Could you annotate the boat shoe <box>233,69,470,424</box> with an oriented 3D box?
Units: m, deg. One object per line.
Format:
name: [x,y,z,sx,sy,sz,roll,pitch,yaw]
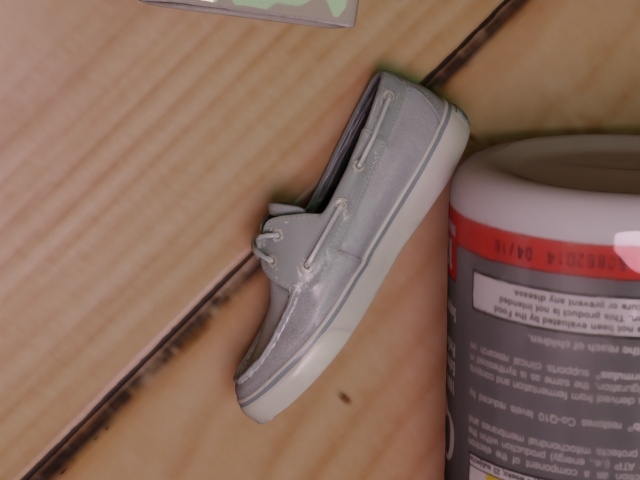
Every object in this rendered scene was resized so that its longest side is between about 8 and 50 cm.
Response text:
boat shoe: [0.001,0.000,1.060,0.081,0.079,0.227,34,85,-12]

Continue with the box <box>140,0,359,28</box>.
box: [-0.031,-0.279,0.954,0.121,0.148,0.311,6,98,-16]

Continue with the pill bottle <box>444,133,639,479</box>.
pill bottle: [0.178,0.129,1.056,0.210,0.210,0.363,-3,104,-14]
